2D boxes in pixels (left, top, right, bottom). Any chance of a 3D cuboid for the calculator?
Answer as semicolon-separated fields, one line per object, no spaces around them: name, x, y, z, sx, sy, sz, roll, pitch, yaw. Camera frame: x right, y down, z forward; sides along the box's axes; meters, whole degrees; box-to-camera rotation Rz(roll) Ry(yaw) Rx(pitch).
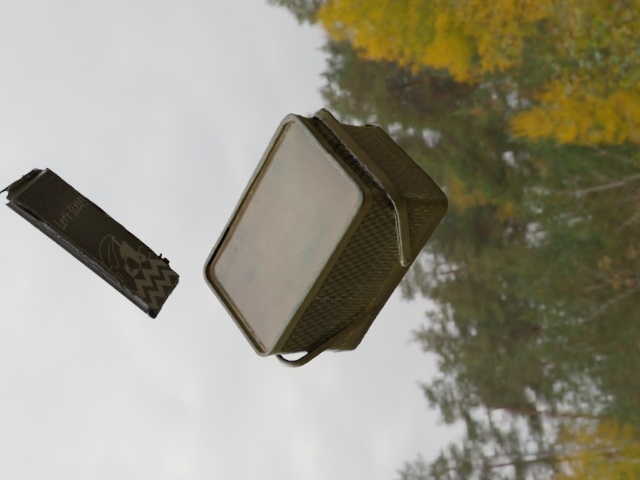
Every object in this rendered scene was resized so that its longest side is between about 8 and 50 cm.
calculator;-0.324;-0.002;1.501;0.274;0.028;0.166;40;-161;-8

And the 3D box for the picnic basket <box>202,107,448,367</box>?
picnic basket;0.000;0.000;1.182;0.139;0.267;0.165;2;-142;-45
